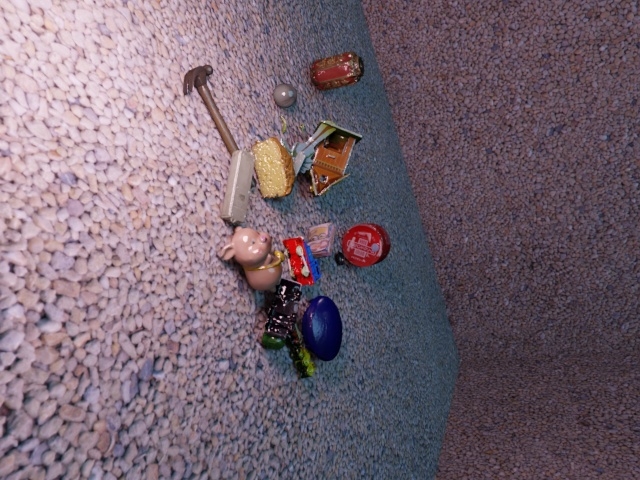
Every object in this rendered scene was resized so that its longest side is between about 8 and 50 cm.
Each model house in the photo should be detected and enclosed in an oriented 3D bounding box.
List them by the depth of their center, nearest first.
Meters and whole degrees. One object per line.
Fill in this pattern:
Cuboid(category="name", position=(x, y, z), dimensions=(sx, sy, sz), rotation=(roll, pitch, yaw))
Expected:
Cuboid(category="model house", position=(-0.030, -0.367, 1.987), dimensions=(0.300, 0.341, 0.323), rotation=(-167, -84, -82))

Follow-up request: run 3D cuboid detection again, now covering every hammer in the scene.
Cuboid(category="hammer", position=(-0.330, -0.382, 1.507), dimensions=(0.439, 0.044, 0.168), rotation=(64, 30, -23))

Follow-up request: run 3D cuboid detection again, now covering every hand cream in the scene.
Cuboid(category="hand cream", position=(0.236, 0.020, 2.212), dimensions=(0.149, 0.231, 0.229), rotation=(-13, 91, -63))

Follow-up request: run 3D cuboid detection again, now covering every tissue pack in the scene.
Cuboid(category="tissue pack", position=(0.000, 0.000, 1.891), dimensions=(0.065, 0.116, 0.155), rotation=(54, 35, -42))

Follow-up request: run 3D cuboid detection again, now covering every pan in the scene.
Cuboid(category="pan", position=(0.106, 0.105, 2.143), dimensions=(0.115, 0.024, 0.068), rotation=(52, 36, -35))

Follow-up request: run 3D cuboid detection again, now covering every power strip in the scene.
Cuboid(category="power strip", position=(-0.277, -0.183, 1.472), dimensions=(0.078, 0.052, 0.271), rotation=(23, 69, -51))

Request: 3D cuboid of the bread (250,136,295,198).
Cuboid(category="bread", position=(-0.175, -0.276, 1.670), dimensions=(0.139, 0.143, 0.228), rotation=(-30, 110, -72))

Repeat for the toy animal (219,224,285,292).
Cuboid(category="toy animal", position=(-0.206, 0.067, 1.460), dimensions=(0.247, 0.149, 0.165), rotation=(57, 17, -22))

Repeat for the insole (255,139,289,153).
Cuboid(category="insole", position=(-0.190, -0.363, 1.765), dimensions=(0.197, 0.004, 0.065), rotation=(12, 75, -49))

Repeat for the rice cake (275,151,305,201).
Cuboid(category="rice cake", position=(-0.121, -0.263, 1.779), dimensions=(0.042, 0.045, 0.245), rotation=(28, 66, -11))

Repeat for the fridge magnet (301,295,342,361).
Cuboid(category="fridge magnet", position=(0.011, 0.357, 1.773), dimensions=(0.265, 0.113, 0.265), rotation=(31, 53, -53))

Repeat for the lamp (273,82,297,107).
Cuboid(category="lamp", position=(-0.153, -0.624, 1.871), dimensions=(0.105, 0.105, 0.105), rotation=(33, 52, -54))

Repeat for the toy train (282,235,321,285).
Cuboid(category="toy train", position=(-0.076, 0.081, 1.756), dimensions=(0.131, 0.083, 0.203), rotation=(-31, 109, -61))

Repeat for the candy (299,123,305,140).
Cuboid(category="candy", position=(-0.079, -0.506, 2.049), dimensions=(0.025, 0.023, 0.083), rotation=(-27, 113, -27))

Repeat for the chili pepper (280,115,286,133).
Cuboid(category="chili pepper", position=(-0.161, -0.504, 1.898), dimensions=(0.030, 0.017, 0.083), rotation=(26, 58, -55))

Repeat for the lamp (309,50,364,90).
Cuboid(category="lamp", position=(0.084, -0.863, 2.222), dimensions=(0.177, 0.274, 0.176), rotation=(-2, 90, -66))

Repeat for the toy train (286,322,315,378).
Cuboid(category="toy train", position=(-0.086, 0.405, 1.642), dimensions=(0.085, 0.053, 0.249), rotation=(-53, 126, -65))

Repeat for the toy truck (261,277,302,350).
Cuboid(category="toy truck", position=(-0.138, 0.261, 1.535), dimensions=(0.125, 0.101, 0.242), rotation=(114, -8, -52))
